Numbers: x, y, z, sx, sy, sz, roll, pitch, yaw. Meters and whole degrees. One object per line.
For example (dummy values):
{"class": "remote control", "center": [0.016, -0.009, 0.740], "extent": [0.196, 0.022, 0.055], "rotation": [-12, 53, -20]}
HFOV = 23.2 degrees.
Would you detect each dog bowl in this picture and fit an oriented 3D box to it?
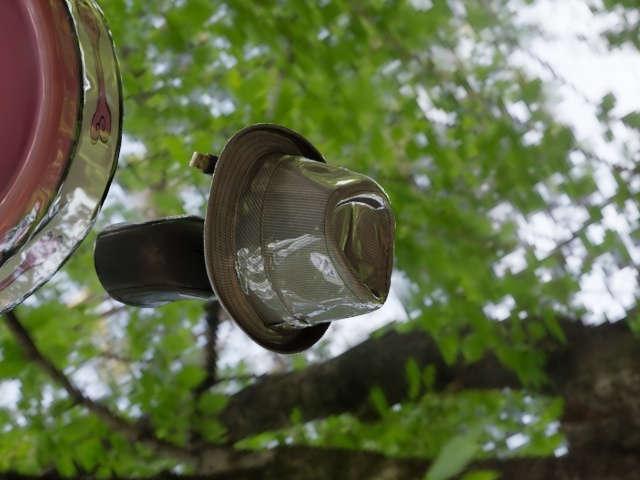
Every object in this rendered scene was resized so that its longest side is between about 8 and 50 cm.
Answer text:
{"class": "dog bowl", "center": [-0.368, -0.116, 1.245], "extent": [0.408, 0.408, 0.150], "rotation": [60, 176, 1]}

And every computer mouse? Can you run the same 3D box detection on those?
{"class": "computer mouse", "center": [-0.130, -0.017, 1.690], "extent": [0.262, 0.060, 0.184], "rotation": [7, -111, -42]}

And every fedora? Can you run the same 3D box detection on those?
{"class": "fedora", "center": [0.000, 0.000, 1.664], "extent": [0.275, 0.124, 0.244], "rotation": [45, -129, -54]}
